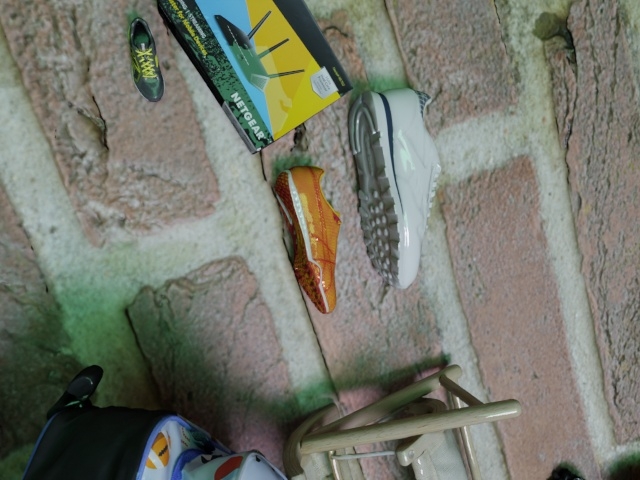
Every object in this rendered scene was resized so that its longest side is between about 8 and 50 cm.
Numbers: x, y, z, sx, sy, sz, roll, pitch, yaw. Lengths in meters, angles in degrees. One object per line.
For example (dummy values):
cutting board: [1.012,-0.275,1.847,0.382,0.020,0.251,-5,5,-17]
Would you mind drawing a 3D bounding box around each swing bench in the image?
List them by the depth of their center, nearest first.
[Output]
swing bench: [0.103,0.313,0.538,0.254,0.165,0.254,-15,91,-9]

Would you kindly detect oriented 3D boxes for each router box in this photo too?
router box: [-0.067,-0.204,0.511,0.133,0.046,0.179,-36,104,-11]

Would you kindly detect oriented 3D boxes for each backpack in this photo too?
backpack: [-0.124,0.281,0.386,0.213,0.263,0.277,4,57,12]

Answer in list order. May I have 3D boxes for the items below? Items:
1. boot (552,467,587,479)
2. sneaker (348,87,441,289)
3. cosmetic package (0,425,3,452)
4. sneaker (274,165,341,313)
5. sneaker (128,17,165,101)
boot: [0.377,0.406,0.708,0.121,0.045,0.099,38,79,-18]
sneaker: [0.100,-0.060,0.559,0.094,0.090,0.235,-10,100,-25]
cosmetic package: [-0.448,0.221,0.319,0.365,0.197,0.155,-25,112,-27]
sneaker: [0.000,0.000,0.544,0.067,0.064,0.175,-15,103,-25]
sneaker: [-0.181,-0.184,0.484,0.031,0.035,0.083,-14,99,-14]
